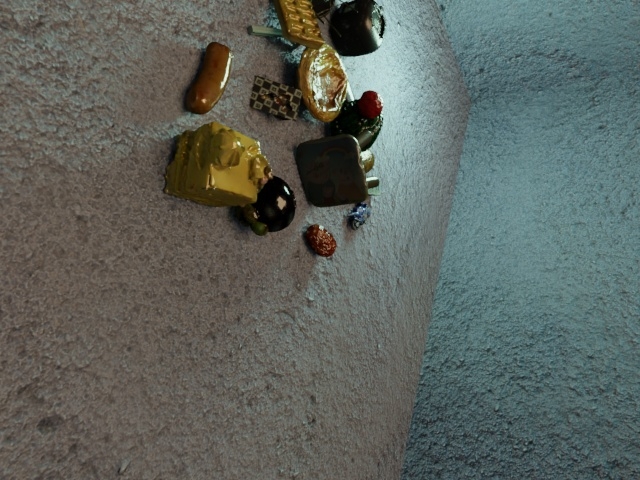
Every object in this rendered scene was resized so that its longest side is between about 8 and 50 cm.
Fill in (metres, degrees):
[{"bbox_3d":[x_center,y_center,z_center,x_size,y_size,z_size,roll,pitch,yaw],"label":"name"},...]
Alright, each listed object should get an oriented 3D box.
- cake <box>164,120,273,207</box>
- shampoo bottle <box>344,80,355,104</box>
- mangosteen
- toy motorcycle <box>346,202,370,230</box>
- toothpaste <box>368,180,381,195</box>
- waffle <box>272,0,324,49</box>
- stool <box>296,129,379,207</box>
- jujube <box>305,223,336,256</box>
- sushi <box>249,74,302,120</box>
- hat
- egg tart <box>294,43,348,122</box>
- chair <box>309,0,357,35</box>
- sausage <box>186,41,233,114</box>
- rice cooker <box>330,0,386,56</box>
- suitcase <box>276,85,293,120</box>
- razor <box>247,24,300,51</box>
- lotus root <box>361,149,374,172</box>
[{"bbox_3d":[-0.314,-0.234,1.354,0.227,0.286,0.222,12,80,-54],"label":"cake"},{"bbox_3d":[0.114,-0.796,2.156,0.087,0.049,0.233,-57,133,-35],"label":"shampoo bottle"},{"bbox_3d":[-0.205,-0.133,1.592,0.243,0.243,0.242,-1,91,-55],"label":"mangosteen"},{"bbox_3d":[0.209,-0.139,2.283,0.205,0.076,0.114,-44,116,-43],"label":"toy motorcycle"},{"bbox_3d":[0.223,-0.289,2.302,0.337,0.067,0.081,-4,94,-54],"label":"toothpaste"},{"bbox_3d":[-0.094,-0.899,1.737,0.168,0.057,0.274,0,62,-31],"label":"waffle"},{"bbox_3d":[0.086,-0.332,1.914,0.226,0.311,0.310,-47,128,-53],"label":"stool"},{"bbox_3d":[0.000,0.000,1.964,0.176,0.109,0.112,46,18,-35],"label":"jujube"},{"bbox_3d":[-0.183,-0.563,1.702,0.201,0.031,0.139,15,79,-16],"label":"sushi"},{"bbox_3d":[0.185,-0.583,2.003,0.332,0.242,0.274,117,-7,-73],"label":"hat"},{"bbox_3d":[-0.013,-0.699,1.896,0.352,0.150,0.351,-7,99,-54],"label":"egg tart"},{"bbox_3d":[0.016,-1.103,1.951,0.160,0.170,0.325,3,44,-51],"label":"chair"},{"bbox_3d":[-0.372,-0.536,1.434,0.109,0.109,0.270,40,58,-47],"label":"sausage"},{"bbox_3d":[0.194,-1.061,2.119,0.267,0.225,0.267,4,85,-54],"label":"rice cooker"},{"bbox_3d":[-0.138,-0.566,1.771,0.059,0.086,0.126,13,79,-61],"label":"suitcase"},{"bbox_3d":[-0.176,-0.839,1.730,0.278,0.111,0.056,-10,89,-45],"label":"razor"},{"bbox_3d":[0.204,-0.412,2.210,0.145,0.128,0.260,53,44,2],"label":"lotus root"}]
